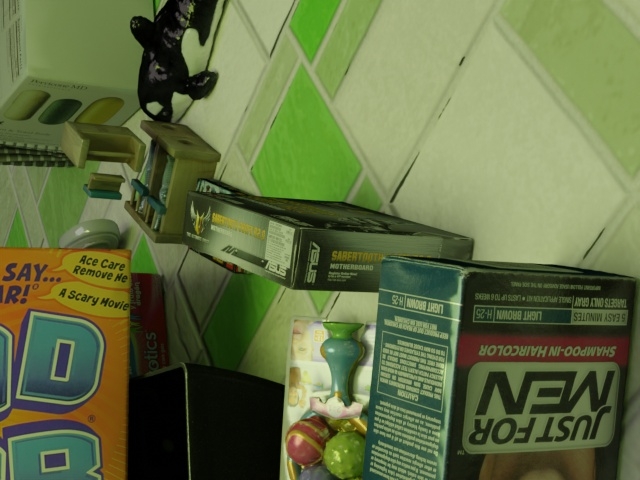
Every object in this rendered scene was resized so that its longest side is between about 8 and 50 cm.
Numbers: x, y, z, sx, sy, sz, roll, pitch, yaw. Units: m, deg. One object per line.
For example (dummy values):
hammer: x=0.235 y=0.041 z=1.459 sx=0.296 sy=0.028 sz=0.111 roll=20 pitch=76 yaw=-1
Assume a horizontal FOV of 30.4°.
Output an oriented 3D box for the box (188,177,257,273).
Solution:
box: x=-0.119 y=-0.019 z=1.448 sx=0.137 sy=0.027 sz=0.094 roll=22 pitch=107 yaw=57

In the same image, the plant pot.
plant pot: x=-0.106 y=0.236 z=1.265 sx=0.187 sy=0.167 sz=0.188 roll=-23 pitch=67 yaw=56

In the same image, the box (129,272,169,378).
box: x=-0.285 y=0.181 z=1.608 sx=0.128 sy=0.123 sz=0.257 roll=-34 pitch=58 yaw=53

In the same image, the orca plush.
orca plush: x=-0.190 y=-0.267 z=1.520 sx=0.287 sy=0.102 sz=0.151 roll=-45 pitch=50 yaw=47

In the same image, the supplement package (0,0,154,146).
supplement package: x=-0.386 y=-0.275 z=1.751 sx=0.263 sy=0.199 sz=0.198 roll=-27 pitch=64 yaw=55

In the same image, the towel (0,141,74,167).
towel: x=-0.529 y=-0.234 z=1.953 sx=0.121 sy=0.235 sz=0.283 roll=-59 pitch=39 yaw=42

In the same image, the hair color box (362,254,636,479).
hair color box: x=0.126 y=0.190 z=0.879 sx=0.105 sy=0.174 sz=0.347 roll=9 pitch=95 yaw=57

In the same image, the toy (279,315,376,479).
toy: x=0.008 y=0.194 z=1.145 sx=0.137 sy=0.056 sz=0.237 roll=2 pitch=83 yaw=34

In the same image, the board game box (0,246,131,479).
board game box: x=-0.427 y=0.190 z=1.331 sx=0.356 sy=0.356 sz=0.356 roll=171 pitch=100 yaw=-68

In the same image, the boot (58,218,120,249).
boot: x=-0.352 y=0.072 z=1.781 sx=0.258 sy=0.095 sz=0.123 roll=-50 pitch=52 yaw=56

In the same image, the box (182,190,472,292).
box: x=0.000 y=0.000 z=1.101 sx=0.231 sy=0.183 sz=0.056 roll=20 pitch=105 yaw=59

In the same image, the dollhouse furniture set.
dollhouse furniture set: x=-0.249 y=-0.082 z=1.519 sx=0.129 sy=0.184 sz=0.129 roll=40 pitch=121 yaw=53
